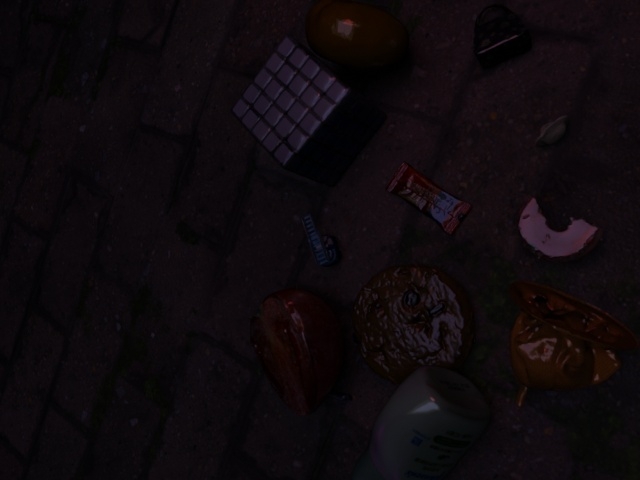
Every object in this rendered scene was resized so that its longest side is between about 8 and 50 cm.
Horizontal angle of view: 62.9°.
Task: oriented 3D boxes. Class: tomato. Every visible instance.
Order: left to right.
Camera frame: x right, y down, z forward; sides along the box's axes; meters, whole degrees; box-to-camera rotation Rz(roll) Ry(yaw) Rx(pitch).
[{"bbox_3d":[-0.031,0.248,1.258,0.309,0.170,0.309,34,135,43],"label":"tomato"}]

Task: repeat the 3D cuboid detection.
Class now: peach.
[{"bbox_3d":[0.086,-0.476,1.215,0.251,0.251,0.153,25,122,28],"label":"peach"}]

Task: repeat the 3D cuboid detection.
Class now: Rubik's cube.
[{"bbox_3d":[-0.024,-0.303,1.261,0.237,0.237,0.238,-49,66,14],"label":"Rubik's cube"}]

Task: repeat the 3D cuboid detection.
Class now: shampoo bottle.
[{"bbox_3d":[0.192,0.437,1.107,0.349,0.222,0.151,-59,29,22],"label":"shampoo bottle"}]

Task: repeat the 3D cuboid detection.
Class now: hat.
[{"bbox_3d":[0.426,0.232,1.003,0.233,0.244,0.233,34,115,34],"label":"hat"}]

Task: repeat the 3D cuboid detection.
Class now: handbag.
[{"bbox_3d":[0.391,-0.465,1.155,0.115,0.072,0.139,-19,64,27],"label":"handbag"}]

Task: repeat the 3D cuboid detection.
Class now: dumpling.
[{"bbox_3d":[0.478,-0.227,1.084,0.077,0.059,0.043,-20,68,27],"label":"dumpling"}]

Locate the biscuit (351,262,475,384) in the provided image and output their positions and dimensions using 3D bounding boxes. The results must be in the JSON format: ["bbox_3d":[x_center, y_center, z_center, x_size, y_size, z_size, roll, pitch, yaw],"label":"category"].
[{"bbox_3d":[0.200,0.190,1.188,0.296,0.075,0.296,-3,84,29],"label":"biscuit"}]

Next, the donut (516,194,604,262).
[{"bbox_3d":[0.473,-0.010,1.063,0.166,0.065,0.117,31,98,28],"label":"donut"}]

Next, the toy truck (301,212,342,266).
[{"bbox_3d":[0.000,0.000,1.312,0.063,0.074,0.136,-28,72,24],"label":"toy truck"}]

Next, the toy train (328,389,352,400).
[{"bbox_3d":[0.038,0.381,1.290,0.083,0.017,0.017,5,89,28],"label":"toy train"}]

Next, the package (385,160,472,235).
[{"bbox_3d":[0.248,-0.100,1.217,0.200,0.022,0.083,39,104,24],"label":"package"}]
